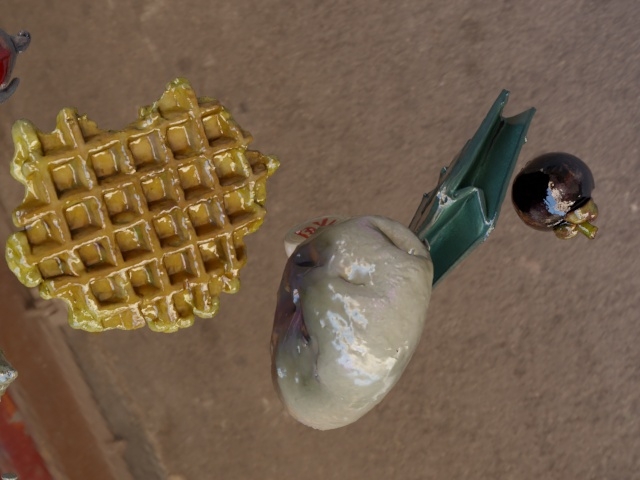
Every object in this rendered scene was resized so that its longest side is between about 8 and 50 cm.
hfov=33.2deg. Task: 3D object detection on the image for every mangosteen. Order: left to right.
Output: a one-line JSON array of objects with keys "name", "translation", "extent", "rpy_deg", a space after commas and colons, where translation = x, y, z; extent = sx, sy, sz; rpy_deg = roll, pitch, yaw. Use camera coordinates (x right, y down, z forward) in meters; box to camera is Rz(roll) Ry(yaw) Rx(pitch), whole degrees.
[{"name": "mangosteen", "translation": [0.362, -0.060, 1.614], "extent": [0.151, 0.137, 0.137], "rpy_deg": [51, 132, 13]}]

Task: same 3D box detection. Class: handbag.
[{"name": "handbag", "translation": [0.194, -0.048, 1.562], "extent": [0.089, 0.238, 0.326], "rpy_deg": [30, 150, 0]}]

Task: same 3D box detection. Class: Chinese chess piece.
[{"name": "Chinese chess piece", "translation": [0.000, 0.000, 1.774], "extent": [0.122, 0.122, 0.051], "rpy_deg": [-5, 114, 36]}]

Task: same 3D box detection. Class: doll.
[{"name": "doll", "translation": [-0.383, -0.181, 1.135], "extent": [0.062, 0.195, 0.104], "rpy_deg": [-10, 112, 47]}]

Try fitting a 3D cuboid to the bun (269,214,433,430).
[{"name": "bun", "translation": [0.024, 0.090, 1.304], "extent": [0.168, 0.273, 0.273], "rpy_deg": [23, 131, -13]}]

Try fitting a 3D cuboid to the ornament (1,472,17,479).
[{"name": "ornament", "translation": [-0.600, 0.491, 2.058], "extent": [0.041, 0.068, 0.092], "rpy_deg": [18, 133, 48]}]

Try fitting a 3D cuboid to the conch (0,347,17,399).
[{"name": "conch", "translation": [-0.574, 0.168, 1.582], "extent": [0.386, 0.203, 0.169], "rpy_deg": [16, 119, 32]}]

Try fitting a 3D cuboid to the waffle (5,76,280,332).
[{"name": "waffle", "translation": [-0.185, -0.038, 1.149], "extent": [0.058, 0.301, 0.281], "rpy_deg": [16, 100, 56]}]
